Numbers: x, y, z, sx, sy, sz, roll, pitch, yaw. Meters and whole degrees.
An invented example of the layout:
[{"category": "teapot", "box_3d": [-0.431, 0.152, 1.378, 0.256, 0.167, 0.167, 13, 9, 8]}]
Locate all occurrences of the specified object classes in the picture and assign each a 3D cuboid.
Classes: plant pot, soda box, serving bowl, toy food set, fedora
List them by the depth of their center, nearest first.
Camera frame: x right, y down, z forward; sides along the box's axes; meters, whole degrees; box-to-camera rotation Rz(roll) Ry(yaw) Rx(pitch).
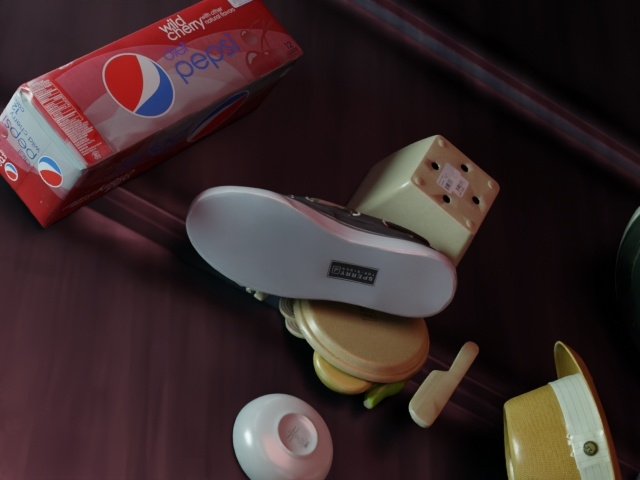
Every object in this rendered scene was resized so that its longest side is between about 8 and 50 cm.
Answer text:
[{"category": "serving bowl", "box_3d": [-0.024, 0.152, 1.049, 0.083, 0.027, 0.083, 18, 53, -25]}, {"category": "soda box", "box_3d": [-0.137, -0.113, 1.103, 0.083, 0.092, 0.263, 51, 46, 4]}, {"category": "fedora", "box_3d": [0.192, 0.181, 1.119, 0.079, 0.194, 0.194, -13, 63, 1]}, {"category": "toy food set", "box_3d": [0.029, 0.073, 1.138, 0.192, 0.038, 0.132, 38, 41, 7]}, {"category": "plant pot", "box_3d": [0.091, -0.025, 1.199, 0.109, 0.096, 0.109, 40, 47, -6]}]

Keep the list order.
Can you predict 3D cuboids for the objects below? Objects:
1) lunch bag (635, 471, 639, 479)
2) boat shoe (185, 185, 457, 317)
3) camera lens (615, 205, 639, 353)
[{"category": "lunch bag", "box_3d": [0.406, 0.290, 1.196, 0.279, 0.108, 0.224, 21, 45, -25]}, {"category": "boat shoe", "box_3d": [0.000, 0.000, 1.111, 0.228, 0.080, 0.076, 12, 21, -15]}, {"category": "camera lens", "box_3d": [0.433, 0.026, 1.314, 0.274, 0.219, 0.219, -17, 72, -40]}]
